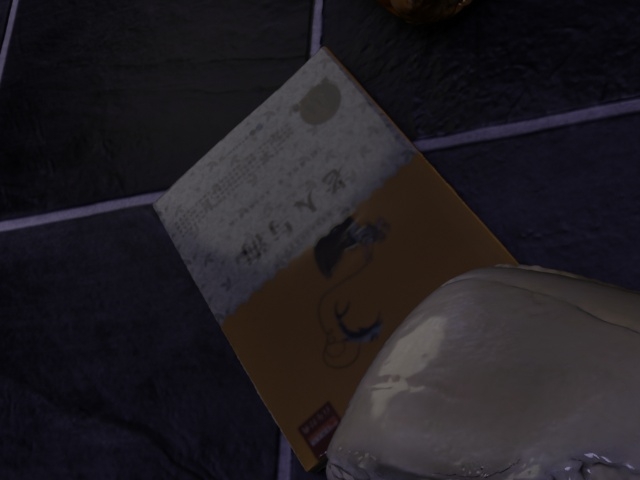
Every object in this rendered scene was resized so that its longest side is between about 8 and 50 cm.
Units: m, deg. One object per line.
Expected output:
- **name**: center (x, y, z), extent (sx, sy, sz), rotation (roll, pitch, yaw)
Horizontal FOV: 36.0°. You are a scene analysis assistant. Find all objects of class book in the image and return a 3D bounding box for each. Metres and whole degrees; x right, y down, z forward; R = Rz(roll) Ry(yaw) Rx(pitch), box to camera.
- **book**: center (0.000, 0.000, 0.979), extent (0.269, 0.032, 0.389), rotation (-42, 53, 7)

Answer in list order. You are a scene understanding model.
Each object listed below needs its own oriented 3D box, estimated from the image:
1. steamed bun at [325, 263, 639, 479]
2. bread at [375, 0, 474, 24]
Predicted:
- **steamed bun**: center (0.164, 0.140, 0.676), extent (0.291, 0.272, 0.273), rotation (8, 71, 28)
- **bread**: center (0.066, -0.352, 1.051), extent (0.167, 0.132, 0.294), rotation (-41, 52, -1)
